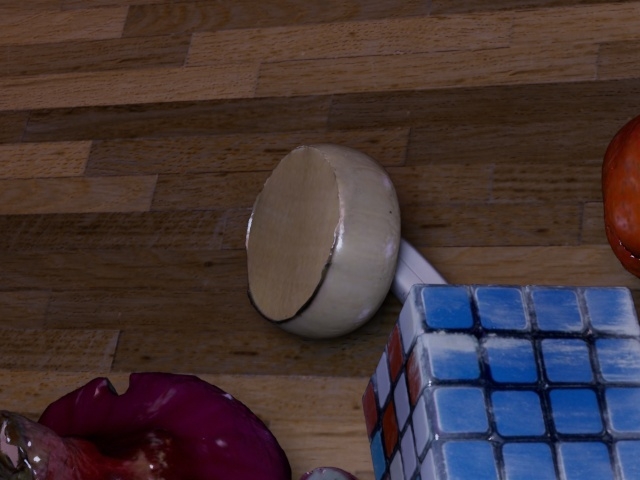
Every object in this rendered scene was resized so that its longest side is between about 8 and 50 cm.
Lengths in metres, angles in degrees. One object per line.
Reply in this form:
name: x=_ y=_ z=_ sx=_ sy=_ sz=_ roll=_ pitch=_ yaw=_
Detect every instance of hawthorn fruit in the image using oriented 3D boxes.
hawthorn fruit: x=0.425 y=-0.029 z=1.751 sx=0.211 sy=0.211 sz=0.299 roll=8 pitch=74 yaw=25

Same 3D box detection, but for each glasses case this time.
glasses case: x=0.130 y=0.064 z=1.874 sx=0.059 sy=0.092 sz=0.233 roll=-38 pitch=56 yaw=-5

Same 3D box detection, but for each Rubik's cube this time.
Rubik's cube: x=0.204 y=0.214 z=1.612 sx=0.259 sy=0.253 sz=0.256 roll=-1 pitch=56 yaw=-11

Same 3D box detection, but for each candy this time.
candy: x=0.009 y=0.323 z=1.802 sx=0.103 sy=0.043 sz=0.103 roll=-10 pitch=59 yaw=17

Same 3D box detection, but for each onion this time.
onion: x=-0.235 y=0.312 z=1.679 sx=0.399 sy=0.420 sz=0.398 roll=-6 pitch=64 yaw=12

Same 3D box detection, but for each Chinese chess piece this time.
Chinese chess piece: x=0.000 y=0.000 z=1.887 sx=0.250 sy=0.103 sz=0.249 roll=-26 pitch=59 yaw=54
